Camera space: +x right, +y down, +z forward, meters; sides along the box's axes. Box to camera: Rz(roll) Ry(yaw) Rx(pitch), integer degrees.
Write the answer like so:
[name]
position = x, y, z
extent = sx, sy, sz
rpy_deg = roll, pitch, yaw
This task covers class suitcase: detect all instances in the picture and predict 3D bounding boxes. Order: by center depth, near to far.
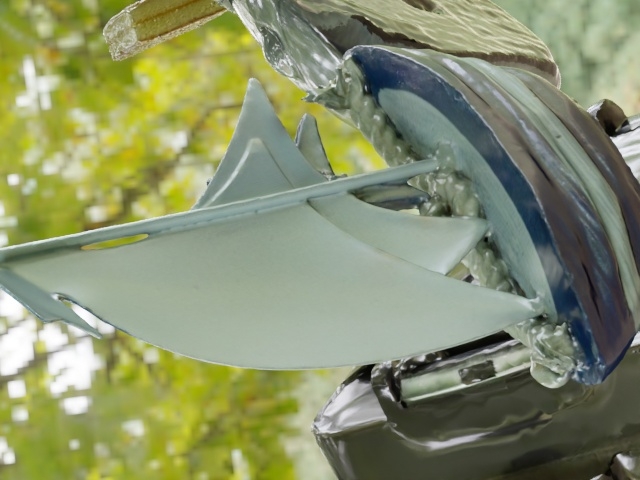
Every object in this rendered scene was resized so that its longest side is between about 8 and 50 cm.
[suitcase]
position = 0.185, 0.049, 1.101
extent = 0.194, 0.283, 0.434
rpy_deg = 62, -147, -12

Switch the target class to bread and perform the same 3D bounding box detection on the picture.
[bread]
position = -0.123, -0.179, 1.527
extent = 0.035, 0.090, 0.094
rpy_deg = 67, 161, -5

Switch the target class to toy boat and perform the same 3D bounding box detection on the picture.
[toy boat]
position = 0.003, -0.019, 0.822
extent = 0.210, 0.292, 0.070
rpy_deg = -95, 11, -51

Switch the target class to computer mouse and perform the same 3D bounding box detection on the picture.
[computer mouse]
position = 0.047, -0.140, 1.473
extent = 0.203, 0.374, 0.114
rpy_deg = 43, 112, 30
